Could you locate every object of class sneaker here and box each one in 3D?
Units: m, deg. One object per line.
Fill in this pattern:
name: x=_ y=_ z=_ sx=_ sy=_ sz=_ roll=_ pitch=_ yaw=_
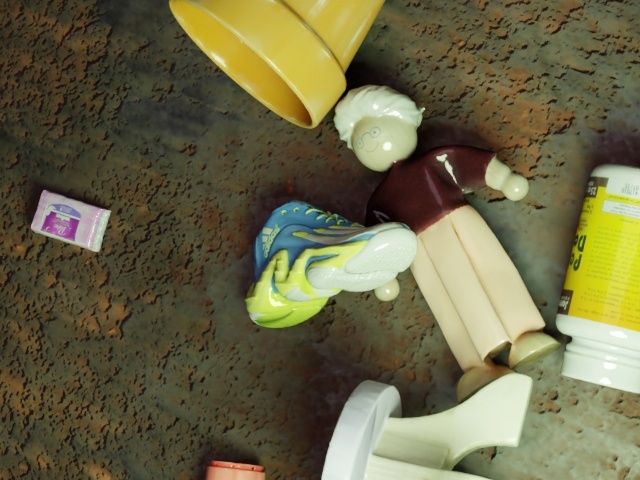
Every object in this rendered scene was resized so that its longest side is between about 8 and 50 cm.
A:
sneaker: x=0.000 y=0.000 z=1.910 sx=0.240 sy=0.091 sz=0.126 roll=-27 pitch=62 yaw=40

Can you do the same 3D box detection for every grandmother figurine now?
grandmother figurine: x=0.123 y=-0.017 z=1.893 sx=0.208 sy=0.104 sz=0.342 roll=-34 pitch=75 yaw=15

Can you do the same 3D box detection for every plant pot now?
plant pot: x=-0.023 y=-0.255 z=1.933 sx=0.205 sy=0.205 sz=0.188 roll=38 pitch=81 yaw=19

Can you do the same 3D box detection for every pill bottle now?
pill bottle: x=0.302 y=0.039 z=1.814 sx=0.117 sy=0.117 sz=0.215 roll=13 pitch=88 yaw=20

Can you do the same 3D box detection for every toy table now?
toy table: x=0.102 y=0.237 z=1.784 sx=0.161 sy=0.274 sz=0.252 roll=13 pitch=92 yaw=13

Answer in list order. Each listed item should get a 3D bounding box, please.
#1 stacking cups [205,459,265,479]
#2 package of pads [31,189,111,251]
stacking cups: x=-0.108 y=0.392 z=1.927 sx=0.096 sy=0.096 sz=0.316 roll=3 pitch=85 yaw=20
package of pads: x=-0.282 y=-0.022 z=2.072 sx=0.083 sy=0.032 sz=0.050 roll=17 pitch=88 yaw=20
